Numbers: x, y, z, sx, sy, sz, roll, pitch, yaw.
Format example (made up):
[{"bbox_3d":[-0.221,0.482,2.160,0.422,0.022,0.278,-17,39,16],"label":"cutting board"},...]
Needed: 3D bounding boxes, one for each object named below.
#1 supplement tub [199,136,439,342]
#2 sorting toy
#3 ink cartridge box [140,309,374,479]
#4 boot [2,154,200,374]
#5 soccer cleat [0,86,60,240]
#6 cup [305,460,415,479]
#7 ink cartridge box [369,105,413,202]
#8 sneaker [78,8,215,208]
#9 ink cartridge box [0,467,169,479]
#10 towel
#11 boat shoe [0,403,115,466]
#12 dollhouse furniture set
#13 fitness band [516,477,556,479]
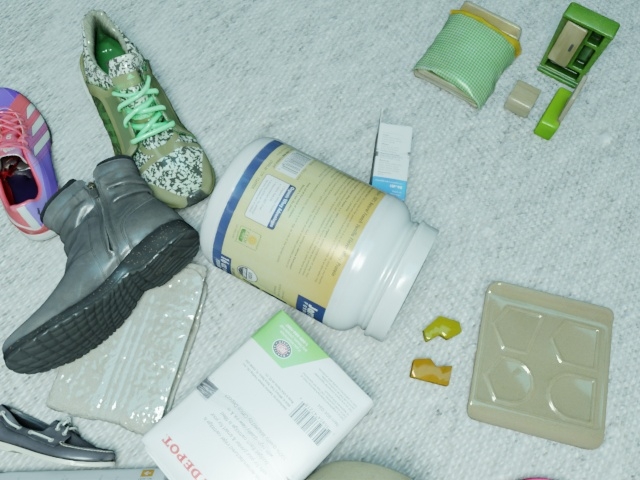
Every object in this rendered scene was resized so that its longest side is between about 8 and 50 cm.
[{"bbox_3d":[0.000,0.000,0.969,0.316,0.228,0.228,27,69,9],"label":"supplement tub"},{"bbox_3d":[0.309,0.187,1.009,0.307,0.041,0.229,14,72,4],"label":"sorting toy"},{"bbox_3d":[-0.087,0.272,0.914,0.273,0.114,0.198,-42,75,-16],"label":"ink cartridge box"},{"bbox_3d":[-0.375,0.030,0.971,0.338,0.118,0.223,-40,67,-21],"label":"boot"},{"bbox_3d":[-0.523,-0.155,1.075,0.109,0.116,0.318,-21,70,-10],"label":"soccer cleat"},{"bbox_3d":[0.043,0.422,0.774,0.331,0.331,0.237,18,49,5],"label":"cup"},{"bbox_3d":[0.122,-0.132,1.095,0.060,0.104,0.180,9,68,2],"label":"ink cartridge box"},{"bbox_3d":[-0.324,-0.232,1.078,0.158,0.182,0.410,-32,73,-14],"label":"sneaker"},{"bbox_3d":[-0.366,0.403,0.772,0.307,0.303,0.072,-3,109,-1],"label":"ink cartridge box"},{"bbox_3d":[-0.299,0.152,0.995,0.187,0.049,0.282,13,69,5],"label":"towel"},{"bbox_3d":[-0.396,0.289,0.919,0.206,0.075,0.065,10,71,7],"label":"boat shoe"},{"bbox_3d":[0.355,-0.357,1.170,0.302,0.151,0.197,31,70,10],"label":"dollhouse furniture set"},{"bbox_3d":[0.279,0.461,0.883,0.291,0.054,0.209,-17,69,-10],"label":"fitness band"}]
